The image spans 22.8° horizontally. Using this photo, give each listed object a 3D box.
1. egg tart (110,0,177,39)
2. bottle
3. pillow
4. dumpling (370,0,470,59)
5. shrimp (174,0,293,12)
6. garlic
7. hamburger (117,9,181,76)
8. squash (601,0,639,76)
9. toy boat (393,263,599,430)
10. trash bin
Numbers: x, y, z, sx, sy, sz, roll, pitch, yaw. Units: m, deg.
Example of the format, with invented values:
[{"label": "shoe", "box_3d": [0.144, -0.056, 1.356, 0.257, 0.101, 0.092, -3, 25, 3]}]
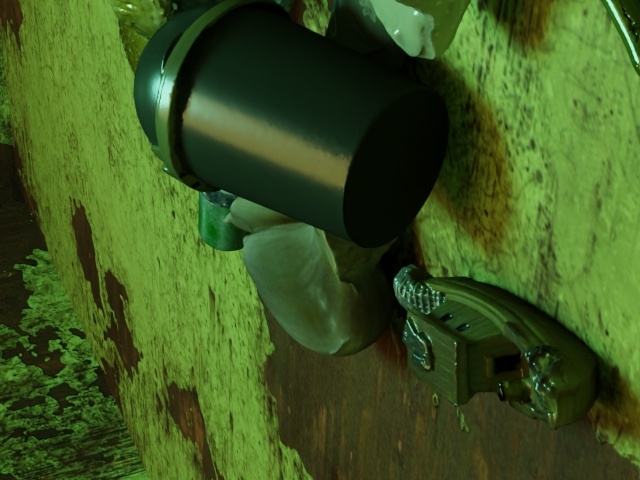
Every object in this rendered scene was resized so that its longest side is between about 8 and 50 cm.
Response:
[{"label": "egg tart", "box_3d": [-0.232, -0.336, 1.954, 0.252, 0.098, 0.231, -113, 9, -48]}, {"label": "bottle", "box_3d": [-0.119, -0.122, 2.180, 0.330, 0.093, 0.093, 98, 152, -48]}, {"label": "pillow", "box_3d": [0.051, -0.228, 1.670, 0.255, 0.059, 0.169, 108, 141, -56]}, {"label": "dumpling", "box_3d": [0.035, -0.355, 1.363, 0.315, 0.233, 0.395, 48, 163, 50]}, {"label": "shrimp", "box_3d": [-0.092, -0.335, 1.877, 0.410, 0.166, 0.221, 130, 123, -82]}, {"label": "garlic", "box_3d": [-0.001, 0.000, 1.866, 0.325, 0.132, 0.279, 167, 90, -69]}, {"label": "hamburger", "box_3d": [-0.224, -0.289, 2.321, 0.215, 0.122, 0.189, 92, 154, -44]}, {"label": "squash", "box_3d": [0.242, -0.158, 1.214, 0.027, 0.027, 0.083, 116, 135, -62]}, {"label": "toy boat", "box_3d": [0.153, 0.102, 1.514, 0.321, 0.121, 0.089, -144, 49, -63]}, {"label": "trash bin", "box_3d": [-0.053, -0.132, 1.640, 0.334, 0.214, 0.214, 28, 135, 32]}]
